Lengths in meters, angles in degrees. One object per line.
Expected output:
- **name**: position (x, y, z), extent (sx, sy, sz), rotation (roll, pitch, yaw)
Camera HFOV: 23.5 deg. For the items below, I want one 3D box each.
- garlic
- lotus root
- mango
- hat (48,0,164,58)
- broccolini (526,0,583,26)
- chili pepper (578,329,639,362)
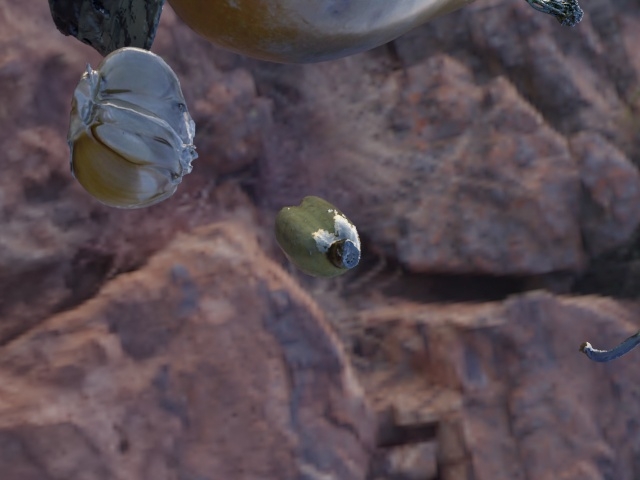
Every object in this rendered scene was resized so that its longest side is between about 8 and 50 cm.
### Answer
- **garlic**: position (-0.132, -0.079, 1.094), extent (0.074, 0.094, 0.113), rotation (-106, -148, -76)
- **lotus root**: position (0.000, 0.001, 1.879), extent (0.183, 0.090, 0.077), rotation (40, -27, 62)
- **mango**: position (0.027, -0.255, 1.303), extent (0.384, 0.221, 0.199), rotation (-12, 88, -40)
- **hat**: position (-0.224, -0.271, 1.626), extent (0.265, 0.128, 0.265), rotation (-166, -90, -82)
- **broccolini**: position (0.272, -0.356, 2.207), extent (0.044, 0.218, 0.042), rotation (105, 5, -67)
- **chili pepper**: position (0.264, -0.011, 0.908), extent (0.059, 0.268, 0.050), rotation (49, 4, 0)
